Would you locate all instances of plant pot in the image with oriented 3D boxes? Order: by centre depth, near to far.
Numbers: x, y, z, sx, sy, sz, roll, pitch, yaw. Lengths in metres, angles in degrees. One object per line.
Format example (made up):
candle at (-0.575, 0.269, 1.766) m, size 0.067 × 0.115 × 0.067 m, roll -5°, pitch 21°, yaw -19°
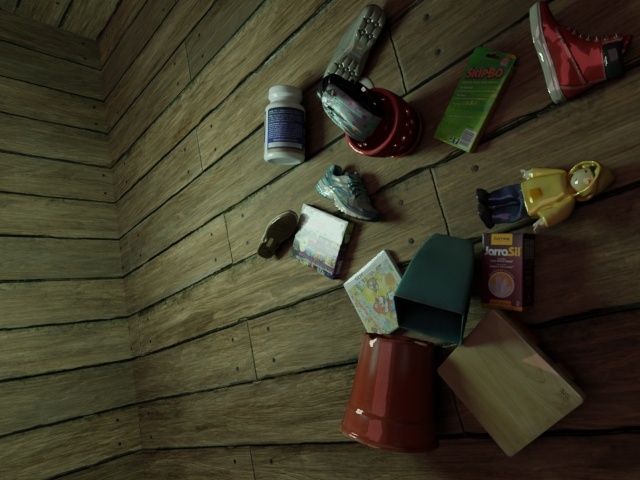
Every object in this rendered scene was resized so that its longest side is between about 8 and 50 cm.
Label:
plant pot at (0.308, 0.107, 1.125) m, size 0.165 × 0.166 × 0.234 m, roll 13°, pitch 57°, yaw 24°
plant pot at (0.204, 0.402, 1.219) m, size 0.272 × 0.272 × 0.265 m, roll 2°, pitch 82°, yaw 43°
plant pot at (0.195, -0.334, 1.301) m, size 0.191 × 0.174 × 0.191 m, roll -3°, pitch 85°, yaw 43°

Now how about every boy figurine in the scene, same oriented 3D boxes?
boy figurine at (0.521, -0.102, 1.029) m, size 0.285 × 0.092 × 0.177 m, roll -14°, pitch 55°, yaw 39°

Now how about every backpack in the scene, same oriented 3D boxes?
backpack at (0.087, -0.362, 1.203) m, size 0.182 × 0.152 × 0.115 m, roll 48°, pitch 126°, yaw 18°

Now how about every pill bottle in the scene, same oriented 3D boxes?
pill bottle at (-0.131, -0.422, 1.625) m, size 0.153 × 0.153 × 0.265 m, roll 0°, pitch 88°, yaw 43°

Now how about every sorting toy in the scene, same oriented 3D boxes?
sorting toy at (0.458, 0.333, 1.065) m, size 0.257 × 0.089 × 0.255 m, roll 50°, pitch 131°, yaw 31°

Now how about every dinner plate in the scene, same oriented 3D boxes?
dinner plate at (0.122, -0.483, 1.485) m, size 0.141 × 0.017 × 0.141 m, roll -1°, pitch 89°, yaw 44°

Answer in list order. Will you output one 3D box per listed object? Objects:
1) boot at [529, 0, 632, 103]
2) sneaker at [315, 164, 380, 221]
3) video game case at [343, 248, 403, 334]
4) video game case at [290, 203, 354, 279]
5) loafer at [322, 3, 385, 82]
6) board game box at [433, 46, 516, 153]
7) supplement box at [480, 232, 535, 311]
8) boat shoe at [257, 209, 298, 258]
boot at (0.591, -0.463, 1.001) m, size 0.176 × 0.088 × 0.244 m, roll -20°, pitch 82°, yaw 40°
sneaker at (0.096, -0.159, 1.434) m, size 0.283 × 0.110 × 0.122 m, roll 41°, pitch 111°, yaw 36°
video game case at (0.190, 0.178, 1.385) m, size 0.206 × 0.026 × 0.227 m, roll -45°, pitch 60°, yaw 33°
video game case at (0.000, 0.000, 1.558) m, size 0.232 × 0.041 × 0.210 m, roll 25°, pitch 105°, yaw 41°
loafer at (0.106, -0.620, 1.458) m, size 0.319 × 0.112 × 0.111 m, roll -52°, pitch 20°, yaw 26°
board game box at (0.418, -0.380, 1.191) m, size 0.124 × 0.039 × 0.260 m, roll 37°, pitch 115°, yaw 37°
supplement box at (0.465, 0.075, 1.094) m, size 0.104 × 0.080 × 0.188 m, roll 0°, pitch 88°, yaw 43°
boat shoe at (-0.165, -0.041, 1.675) m, size 0.257 × 0.095 × 0.095 m, roll -45°, pitch 21°, yaw 38°
